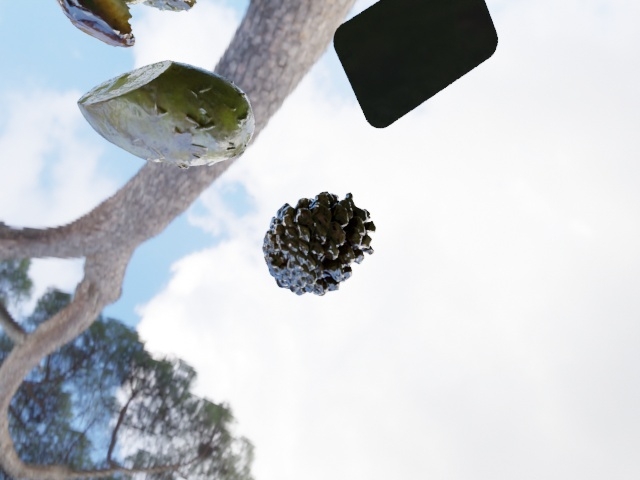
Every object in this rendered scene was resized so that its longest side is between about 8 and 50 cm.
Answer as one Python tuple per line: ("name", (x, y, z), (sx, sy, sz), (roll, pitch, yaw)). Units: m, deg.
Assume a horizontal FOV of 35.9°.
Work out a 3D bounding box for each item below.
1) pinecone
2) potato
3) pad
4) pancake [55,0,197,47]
("pinecone", (-0.005, 0.001, 1.761), (0.184, 0.179, 0.204), (4, -155, 33))
("potato", (-0.251, -0.205, 1.590), (0.298, 0.176, 0.141), (5, -149, 8))
("pad", (0.207, -0.395, 2.100), (0.375, 0.063, 0.315), (-34, -65, -17))
("pancake", (-0.235, -0.306, 1.019), (0.257, 0.212, 0.056), (20, -141, -27))
